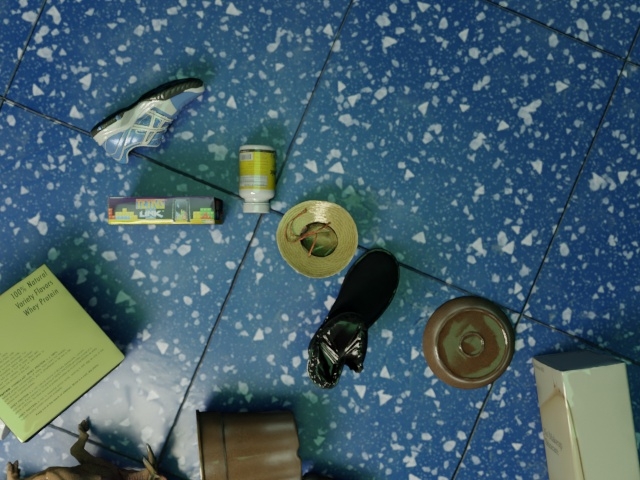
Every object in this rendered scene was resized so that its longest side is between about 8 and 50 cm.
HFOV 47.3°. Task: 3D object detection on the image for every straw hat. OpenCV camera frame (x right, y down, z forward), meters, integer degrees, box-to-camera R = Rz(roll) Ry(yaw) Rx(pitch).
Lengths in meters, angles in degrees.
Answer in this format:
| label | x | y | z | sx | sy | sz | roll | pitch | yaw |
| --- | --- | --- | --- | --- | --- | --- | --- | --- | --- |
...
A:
| label | x | y | z | sx | sy | sz | roll | pitch | yaw |
| --- | --- | --- | --- | --- | --- | --- | --- | --- | --- |
| straw hat | 0.000 | 0.000 | 1.277 | 0.145 | 0.061 | 0.144 | -2 | 79 | 11 |

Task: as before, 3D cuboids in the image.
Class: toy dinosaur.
| label | x | y | z | sx | sy | sz | roll | pitch | yaw |
| --- | --- | --- | --- | --- | --- | --- | --- | --- | --- |
| toy dinosaur | -0.368 | 0.398 | 1.173 | 0.200 | 0.296 | 0.127 | 7 | 101 | 27 |

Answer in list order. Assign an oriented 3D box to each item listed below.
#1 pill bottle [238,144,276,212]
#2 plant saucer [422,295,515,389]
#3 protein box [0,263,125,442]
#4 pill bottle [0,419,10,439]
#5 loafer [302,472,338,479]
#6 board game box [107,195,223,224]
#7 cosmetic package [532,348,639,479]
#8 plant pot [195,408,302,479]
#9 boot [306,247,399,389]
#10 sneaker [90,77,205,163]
| label | x | y | z | sx | sy | sz | roll | pitch | yaw |
| --- | --- | --- | --- | --- | --- | --- | --- | --- | --- |
| pill bottle | -0.110 | -0.106 | 1.271 | 0.065 | 0.065 | 0.116 | 2 | 90 | -2 |
| plant saucer | 0.267 | 0.184 | 1.302 | 0.169 | 0.029 | 0.168 | 0 | 90 | -1 |
| protein box | -0.466 | 0.186 | 1.193 | 0.200 | 0.136 | 0.201 | -41 | 91 | -24 |
| pill bottle | -0.596 | 0.281 | 1.243 | 0.152 | 0.086 | 0.086 | 24 | 89 | -2 |
| loafer | 0.027 | 0.583 | 1.239 | 0.130 | 0.134 | 0.365 | -1 | 90 | -2 |
| board game box | -0.255 | -0.050 | 1.228 | 0.170 | 0.141 | 0.048 | 0 | 90 | -3 |
| cosmetic package | 0.456 | 0.353 | 1.243 | 0.113 | 0.160 | 0.309 | -9 | 89 | -2 |
| plant pot | -0.121 | 0.357 | 1.229 | 0.165 | 0.167 | 0.166 | -6 | 90 | -9 |
| boot | 0.061 | 0.124 | 1.206 | 0.094 | 0.207 | 0.246 | 34 | 88 | -1 |
| sneaker | -0.289 | -0.213 | 1.269 | 0.211 | 0.080 | 0.081 | -31 | 112 | -1 |
